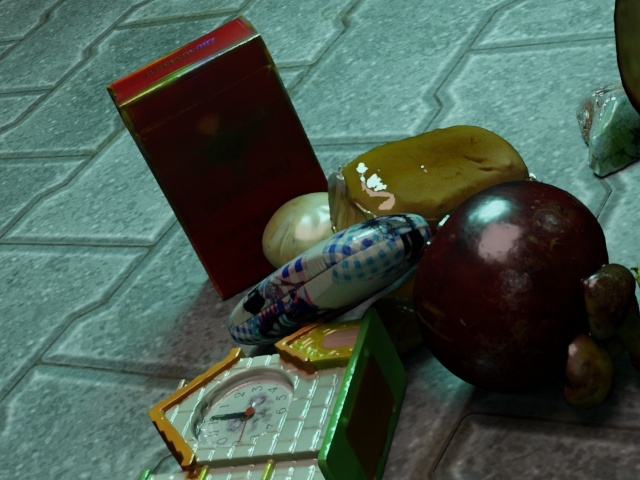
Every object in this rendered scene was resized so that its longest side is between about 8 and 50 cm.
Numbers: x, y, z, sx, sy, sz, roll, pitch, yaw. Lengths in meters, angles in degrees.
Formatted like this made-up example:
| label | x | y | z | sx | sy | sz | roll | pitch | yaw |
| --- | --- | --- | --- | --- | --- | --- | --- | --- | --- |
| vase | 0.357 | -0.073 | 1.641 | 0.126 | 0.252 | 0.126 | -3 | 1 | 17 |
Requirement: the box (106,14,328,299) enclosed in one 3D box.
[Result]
| label | x | y | z | sx | sy | sz | roll | pitch | yaw |
| --- | --- | --- | --- | --- | --- | --- | --- | --- | --- |
| box | -0.113 | -0.102 | 1.541 | 0.197 | 0.313 | 0.089 | -28 | 33 | -5 |

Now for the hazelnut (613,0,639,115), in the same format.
| label | x | y | z | sx | sy | sz | roll | pitch | yaw |
| --- | --- | --- | --- | --- | --- | --- | --- | --- | --- |
| hazelnut | 0.510 | -0.259 | 1.274 | 0.359 | 0.409 | 0.359 | 5 | 44 | -5 |

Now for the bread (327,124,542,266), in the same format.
| label | x | y | z | sx | sy | sz | roll | pitch | yaw |
| --- | --- | --- | --- | --- | --- | --- | --- | --- | --- |
| bread | 0.133 | -0.058 | 1.428 | 0.241 | 0.107 | 0.136 | -19 | 46 | -31 |

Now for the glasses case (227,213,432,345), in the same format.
| label | x | y | z | sx | sy | sz | roll | pitch | yaw |
| --- | --- | --- | --- | --- | --- | --- | --- | --- | --- |
| glasses case | 0.004 | 0.049 | 1.333 | 0.125 | 0.076 | 0.327 | -16 | -11 | -34 |

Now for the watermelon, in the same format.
| label | x | y | z | sx | sy | sz | roll | pitch | yaw |
| --- | --- | --- | --- | --- | --- | --- | --- | --- | --- |
| watermelon | 0.374 | -0.163 | 1.533 | 0.187 | 0.071 | 0.139 | -41 | 30 | -24 |

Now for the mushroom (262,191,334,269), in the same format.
| label | x | y | z | sx | sy | sz | roll | pitch | yaw |
| --- | --- | --- | --- | --- | --- | --- | --- | --- | --- |
| mushroom | 0.000 | 0.000 | 1.503 | 0.148 | 0.112 | 0.148 | -16 | 32 | 10 |

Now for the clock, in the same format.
| label | x | y | z | sx | sy | sz | roll | pitch | yaw |
| --- | --- | --- | --- | --- | --- | --- | --- | --- | --- |
| clock | -0.061 | 0.196 | 1.254 | 0.255 | 0.106 | 0.219 | -10 | 34 | 24 |

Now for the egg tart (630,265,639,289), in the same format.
| label | x | y | z | sx | sy | sz | roll | pitch | yaw |
| --- | --- | --- | --- | --- | --- | --- | --- | --- | --- |
| egg tart | 0.378 | -0.018 | 1.075 | 0.132 | 0.345 | 0.345 | 28 | 50 | 8 |

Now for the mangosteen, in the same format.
| label | x | y | z | sx | sy | sz | roll | pitch | yaw |
| --- | --- | --- | --- | --- | --- | --- | --- | --- | --- |
| mangosteen | 0.217 | 0.064 | 1.187 | 0.257 | 0.215 | 0.215 | 35 | 60 | 21 |

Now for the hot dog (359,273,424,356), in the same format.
| label | x | y | z | sx | sy | sz | roll | pitch | yaw |
| --- | --- | --- | --- | --- | --- | --- | --- | --- | --- |
| hot dog | 0.150 | 0.050 | 1.375 | 0.286 | 0.061 | 0.088 | -34 | 21 | -17 |
